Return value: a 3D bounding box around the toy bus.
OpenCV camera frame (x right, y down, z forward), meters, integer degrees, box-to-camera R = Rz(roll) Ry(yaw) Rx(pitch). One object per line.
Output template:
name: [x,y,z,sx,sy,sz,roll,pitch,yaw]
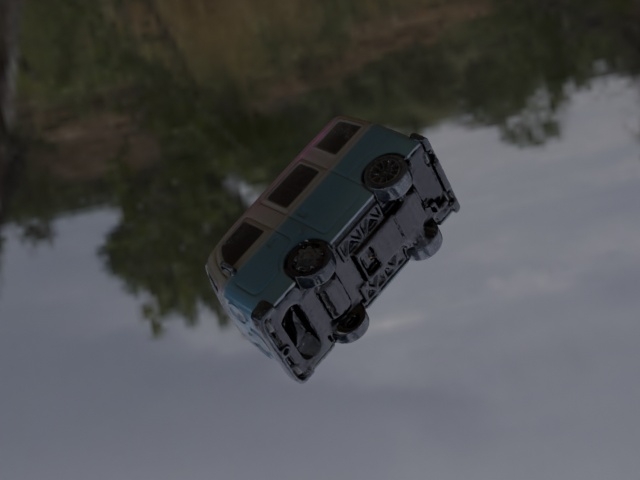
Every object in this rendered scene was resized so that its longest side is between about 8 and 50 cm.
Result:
toy bus: [0.000,0.000,0.861,0.075,0.060,0.123,28,-112,40]
